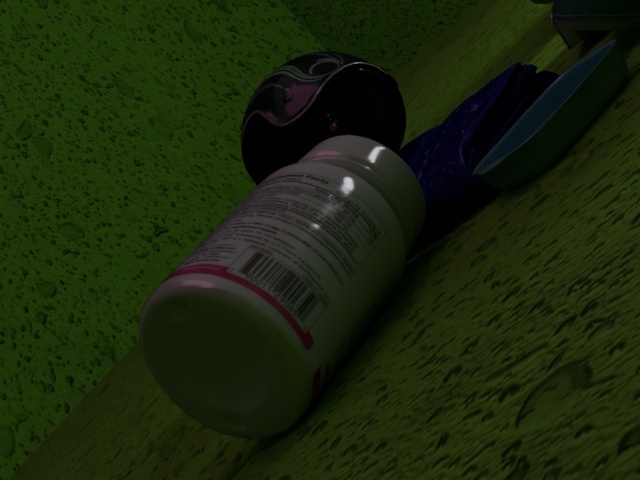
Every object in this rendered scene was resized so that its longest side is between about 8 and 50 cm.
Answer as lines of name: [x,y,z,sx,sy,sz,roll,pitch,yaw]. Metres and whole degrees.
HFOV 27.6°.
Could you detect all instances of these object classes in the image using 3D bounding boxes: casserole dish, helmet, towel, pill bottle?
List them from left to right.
pill bottle: [-0.021,0.030,1.156,0.160,0.160,0.283,-38,7,43]
helmet: [-0.003,-0.124,1.422,0.169,0.169,0.161,-46,24,-26]
towel: [0.102,-0.059,1.371,0.308,0.076,0.227,-38,7,44]
casserole dish: [0.213,-0.109,1.180,0.188,0.037,0.114,-47,7,-27]

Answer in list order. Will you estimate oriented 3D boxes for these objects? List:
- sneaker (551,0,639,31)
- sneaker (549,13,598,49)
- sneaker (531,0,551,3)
sneaker: [0.311,-0.312,1.390,0.108,0.121,0.302,3,28,24]
sneaker: [0.329,-0.285,1.559,0.086,0.064,0.192,-32,10,24]
sneaker: [0.411,-0.524,1.986,0.483,0.202,0.185,-47,6,-36]
